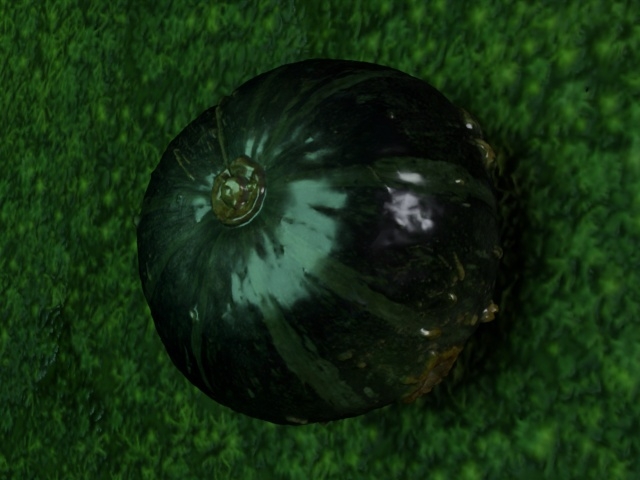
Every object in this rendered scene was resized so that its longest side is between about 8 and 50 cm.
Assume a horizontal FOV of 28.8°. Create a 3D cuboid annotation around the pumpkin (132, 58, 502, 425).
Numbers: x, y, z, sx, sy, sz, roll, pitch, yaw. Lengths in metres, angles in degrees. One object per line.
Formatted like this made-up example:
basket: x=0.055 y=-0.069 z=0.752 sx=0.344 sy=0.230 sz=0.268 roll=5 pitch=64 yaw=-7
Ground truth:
pumpkin: x=-0.002 y=0.000 z=0.620 sx=0.190 sy=0.146 sz=0.190 roll=-11 pitch=74 yaw=45
